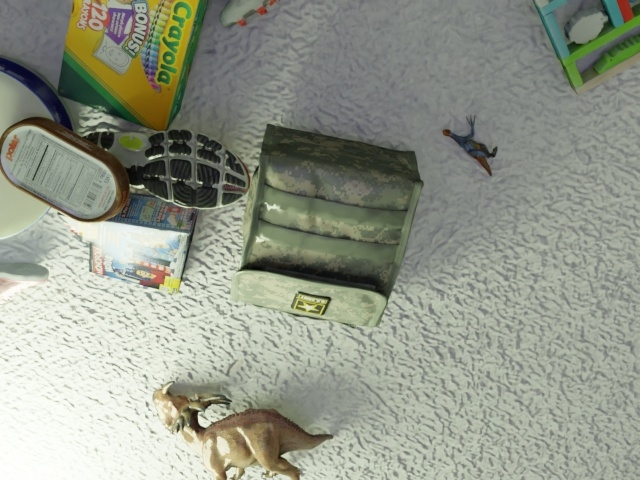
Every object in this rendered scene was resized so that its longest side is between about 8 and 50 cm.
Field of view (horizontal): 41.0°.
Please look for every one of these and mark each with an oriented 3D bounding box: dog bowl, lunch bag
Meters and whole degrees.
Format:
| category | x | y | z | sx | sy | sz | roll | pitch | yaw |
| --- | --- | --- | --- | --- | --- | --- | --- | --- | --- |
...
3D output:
| category | x | y | z | sx | sy | sz | roll | pitch | yaw |
| --- | --- | --- | --- | --- | --- | --- | --- | --- | --- |
| dog bowl | -0.496 | -0.136 | 1.248 | 0.264 | 0.104 | 0.265 | -2 | 108 | -7 |
| lunch bag | 0.000 | 0.000 | 1.262 | 0.235 | 0.169 | 0.287 | 11 | 116 | -5 |

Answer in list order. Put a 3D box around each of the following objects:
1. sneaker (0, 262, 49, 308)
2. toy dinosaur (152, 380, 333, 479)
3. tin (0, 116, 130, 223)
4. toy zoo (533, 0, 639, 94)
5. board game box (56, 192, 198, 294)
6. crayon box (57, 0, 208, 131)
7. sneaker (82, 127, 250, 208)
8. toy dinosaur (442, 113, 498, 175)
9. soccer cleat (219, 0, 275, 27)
| category | x | y | z | sx | sy | sz | roll | pitch | yaw |
| --- | --- | --- | --- | --- | --- | --- | --- | --- | --- |
| sneaker | -0.495 | 0.075 | 1.369 | 0.134 | 0.051 | 0.070 | -1 | 110 | 6 |
| toy dinosaur | -0.129 | 0.318 | 1.399 | 0.295 | 0.127 | 0.200 | -8 | 101 | -1 |
| tin | -0.356 | -0.097 | 1.183 | 0.189 | 0.040 | 0.106 | 29 | 103 | -2 |
| toy zoo | 0.377 | -0.355 | 1.139 | 0.192 | 0.030 | 0.293 | -29 | 126 | 11 |
| board game box | -0.292 | -0.009 | 1.289 | 0.194 | 0.060 | 0.194 | 16 | 146 | -6 |
| crayon box | -0.250 | -0.304 | 1.176 | 0.165 | 0.081 | 0.278 | 20 | 125 | -4 |
| sneaker | -0.217 | -0.114 | 1.237 | 0.279 | 0.118 | 0.107 | 13 | 100 | 21 |
| toy dinosaur | 0.219 | -0.138 | 1.270 | 0.082 | 0.047 | 0.090 | 14 | 120 | 17 |
| soccer cleat | -0.071 | -0.375 | 1.192 | 0.196 | 0.068 | 0.076 | -38 | 98 | 6 |
